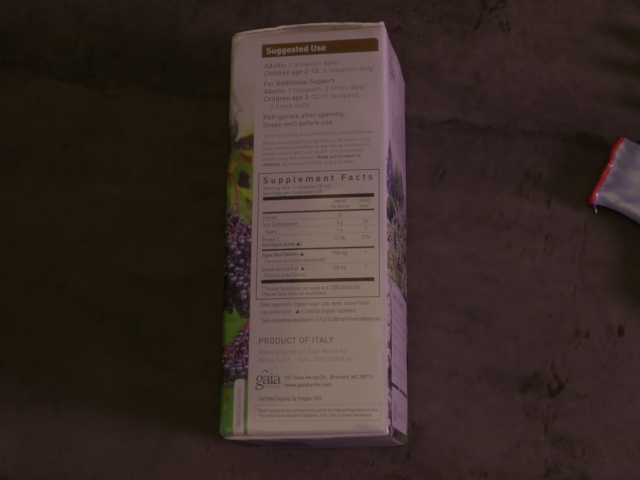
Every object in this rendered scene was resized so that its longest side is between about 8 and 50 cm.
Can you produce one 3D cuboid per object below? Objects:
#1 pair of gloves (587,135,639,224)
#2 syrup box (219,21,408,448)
[{"bbox_3d":[0.256,-0.046,0.671,0.159,0.023,0.198,31,83,15],"label":"pair of gloves"},{"bbox_3d":[0.000,0.000,0.668,0.096,0.093,0.236,-3,76,10],"label":"syrup box"}]
